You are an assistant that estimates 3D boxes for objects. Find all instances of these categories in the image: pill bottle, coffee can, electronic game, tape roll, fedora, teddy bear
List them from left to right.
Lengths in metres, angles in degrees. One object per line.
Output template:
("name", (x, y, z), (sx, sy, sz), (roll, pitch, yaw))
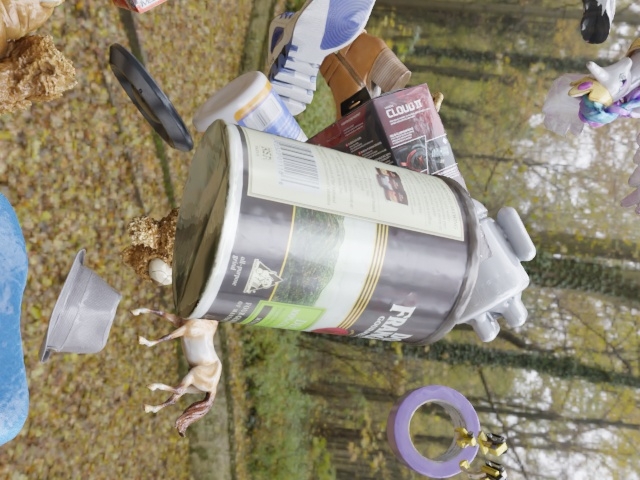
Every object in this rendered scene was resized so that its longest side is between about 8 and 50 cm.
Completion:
("fedora", (-0.513, 0.158, 1.287), (0.275, 0.124, 0.244), (-48, -152, 43))
("electronic game", (-0.311, -0.260, 1.091), (0.048, 0.229, 0.229), (-39, 164, -13))
("teddy bear", (-0.282, -0.011, 1.258), (0.113, 0.338, 0.245), (61, 11, 24))
("pill bottle", (-0.092, -0.151, 1.065), (0.272, 0.152, 0.152), (54, 25, -29))
("coffee can", (0.000, 0.000, 0.639), (0.201, 0.275, 0.202), (-38, -133, 56))
("tape roll", (0.243, 0.412, 1.284), (0.080, 0.188, 0.189), (113, -17, -72))

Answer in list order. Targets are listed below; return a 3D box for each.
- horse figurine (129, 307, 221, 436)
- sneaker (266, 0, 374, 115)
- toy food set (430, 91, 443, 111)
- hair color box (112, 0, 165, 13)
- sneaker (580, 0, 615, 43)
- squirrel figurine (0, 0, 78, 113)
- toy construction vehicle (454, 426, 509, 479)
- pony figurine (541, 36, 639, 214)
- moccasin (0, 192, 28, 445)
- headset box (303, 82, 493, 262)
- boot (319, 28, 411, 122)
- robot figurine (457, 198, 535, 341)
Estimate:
("horse figurine", (-0.240, 0.208, 1.066), (0.066, 0.174, 0.263), (-18, -100, 54))
("sneaker", (-0.034, -0.426, 1.198), (0.315, 0.127, 0.182), (-48, -138, 40))
("toy food set", (0.182, -0.234, 1.068), (0.083, 0.020, 0.083), (-54, -149, -2))
("hair color box", (-0.205, -0.319, 0.703), (0.167, 0.093, 0.053), (41, -19, 56))
("sneaker", (0.535, -0.478, 1.138), (0.077, 0.072, 0.178), (-49, 142, -42))
("squirrel figurine", (-0.779, -0.489, 1.423), (0.397, 0.281, 0.370), (55, 37, -13))
("toy construction vehicle", (0.243, 0.330, 0.899), (0.098, 0.035, 0.086), (1, -63, 54))
("pony figurine", (0.571, -0.270, 1.048), (0.303, 0.363, 0.351), (52, -4, 32))
("moccasin", (-0.468, 0.096, 0.764), (0.137, 0.116, 0.342), (18, 60, -55))
("headset box", (0.096, -0.079, 0.881), (0.218, 0.110, 0.293), (-19, -86, 59))
("boot", (0.048, -0.355, 1.380), (0.283, 0.220, 0.109), (-53, 162, 26))
("robot figurine", (0.330, 0.047, 1.335), (0.354, 0.299, 0.199), (60, 16, 11))
